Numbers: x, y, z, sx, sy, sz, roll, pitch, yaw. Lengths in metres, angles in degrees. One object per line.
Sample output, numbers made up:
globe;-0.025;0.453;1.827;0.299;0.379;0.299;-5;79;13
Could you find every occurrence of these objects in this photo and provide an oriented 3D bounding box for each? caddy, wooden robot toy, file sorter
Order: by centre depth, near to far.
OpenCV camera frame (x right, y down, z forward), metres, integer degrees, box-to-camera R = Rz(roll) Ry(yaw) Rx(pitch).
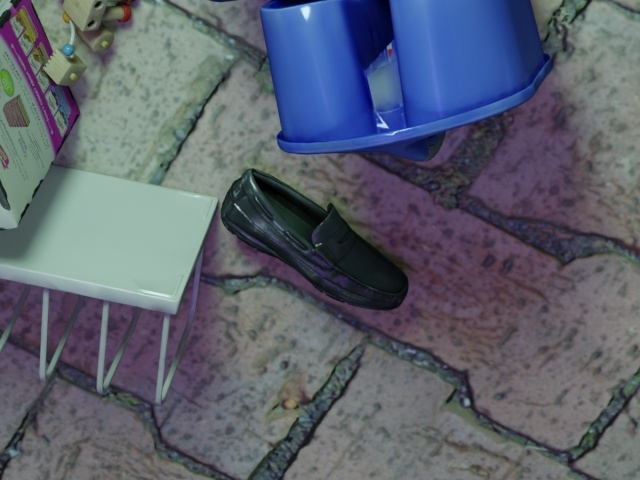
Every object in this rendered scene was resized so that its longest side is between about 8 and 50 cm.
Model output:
caddy;0.082;-0.163;1.727;0.241;0.341;0.179;-10;103;18
wooden robot toy;-0.242;-0.246;1.899;0.079;0.076;0.173;45;128;24
file sorter;-0.271;0.046;2.007;0.278;0.193;0.173;11;127;4

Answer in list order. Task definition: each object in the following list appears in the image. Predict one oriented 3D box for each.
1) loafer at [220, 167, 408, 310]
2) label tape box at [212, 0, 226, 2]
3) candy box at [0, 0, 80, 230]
loafer;0.000;0.000;1.990;0.223;0.076;0.078;30;131;-5
label tape box;-0.013;-0.410;1.684;0.249;0.115;0.347;-10;91;17
candy box;-0.330;-0.131;1.874;0.071;0.233;0.159;-11;119;17
